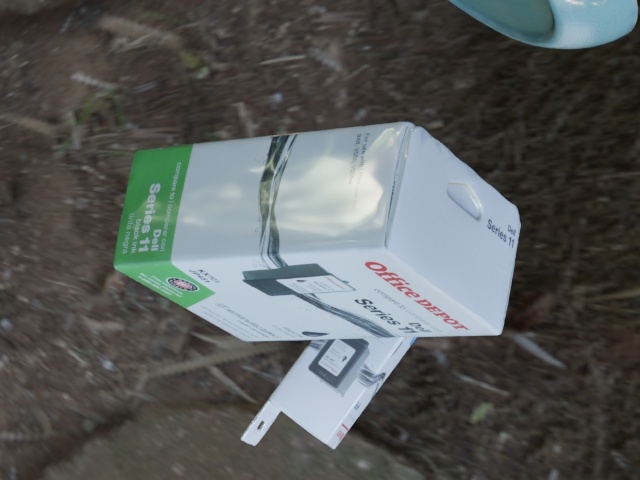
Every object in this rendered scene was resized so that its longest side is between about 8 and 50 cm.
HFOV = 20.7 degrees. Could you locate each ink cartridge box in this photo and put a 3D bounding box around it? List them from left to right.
[{"bbox_3d":[0.000,0.000,1.106,0.153,0.208,0.087,34,59,-48],"label":"ink cartridge box"},{"bbox_3d":[0.016,0.108,1.420,0.060,0.104,0.180,36,85,9],"label":"ink cartridge box"}]

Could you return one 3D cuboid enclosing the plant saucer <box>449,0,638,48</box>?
[{"bbox_3d":[0.078,-0.232,1.184,0.317,0.317,0.044,43,85,-13],"label":"plant saucer"}]
